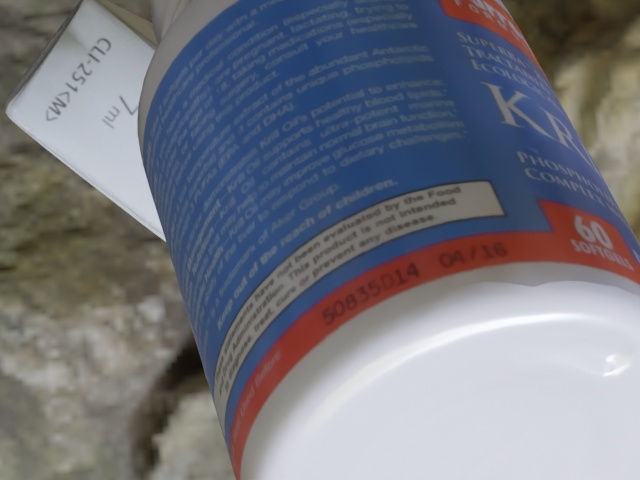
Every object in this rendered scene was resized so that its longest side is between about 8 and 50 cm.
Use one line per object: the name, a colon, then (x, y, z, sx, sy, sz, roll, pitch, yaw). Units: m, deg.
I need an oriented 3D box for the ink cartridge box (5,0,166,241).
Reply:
ink cartridge box: (0.000, 0.000, 0.830, 0.060, 0.239, 0.275, -53, 179, 4)

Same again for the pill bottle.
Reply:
pill bottle: (0.015, -0.012, 0.568, 0.221, 0.124, 0.124, -111, -170, -45)
